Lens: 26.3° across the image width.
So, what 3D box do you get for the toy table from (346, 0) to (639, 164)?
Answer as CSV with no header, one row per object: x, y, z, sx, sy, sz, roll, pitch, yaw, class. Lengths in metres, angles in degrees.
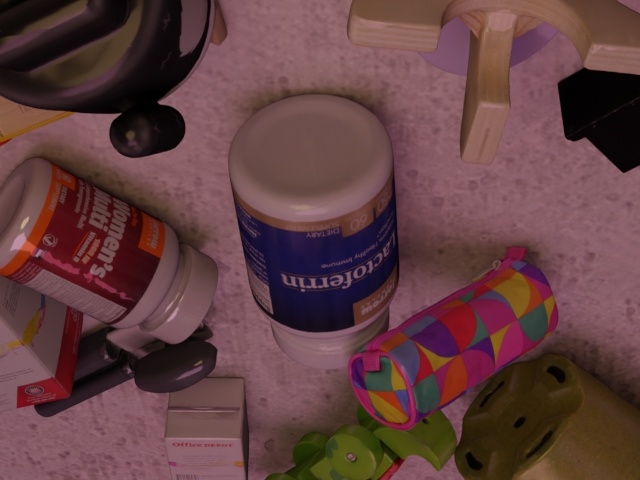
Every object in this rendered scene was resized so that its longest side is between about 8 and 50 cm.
0.148,-0.200,1.093,0.252,0.161,0.274,-2,138,3,toy table

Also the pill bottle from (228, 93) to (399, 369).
0.000,0.000,1.329,0.153,0.153,0.265,-3,139,4,pill bottle

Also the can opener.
-0.240,0.144,1.552,0.280,0.093,0.074,-22,135,31,can opener

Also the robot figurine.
-0.174,-0.182,1.027,0.173,0.278,0.209,16,96,7,robot figurine

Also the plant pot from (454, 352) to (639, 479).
0.301,0.273,1.580,0.276,0.276,0.254,-31,118,32,plant pot

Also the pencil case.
0.138,0.099,1.387,0.104,0.236,0.104,30,136,35,pencil case

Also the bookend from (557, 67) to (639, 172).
0.329,-0.115,1.251,0.156,0.072,0.157,-30,131,32,bookend

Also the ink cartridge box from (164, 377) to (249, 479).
-0.134,0.230,1.641,0.092,0.090,0.143,0,138,0,ink cartridge box

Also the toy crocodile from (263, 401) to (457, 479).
0.027,0.277,1.646,0.105,0.115,0.340,50,127,-2,toy crocodile

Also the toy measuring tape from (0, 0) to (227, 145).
-0.252,-0.163,1.214,0.330,0.121,0.121,-23,138,-7,toy measuring tape

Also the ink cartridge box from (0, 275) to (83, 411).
-0.352,0.080,1.445,0.128,0.127,0.176,-12,137,15,ink cartridge box

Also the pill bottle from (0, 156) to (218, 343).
-0.220,0.016,1.374,0.221,0.121,0.121,28,132,-28,pill bottle
